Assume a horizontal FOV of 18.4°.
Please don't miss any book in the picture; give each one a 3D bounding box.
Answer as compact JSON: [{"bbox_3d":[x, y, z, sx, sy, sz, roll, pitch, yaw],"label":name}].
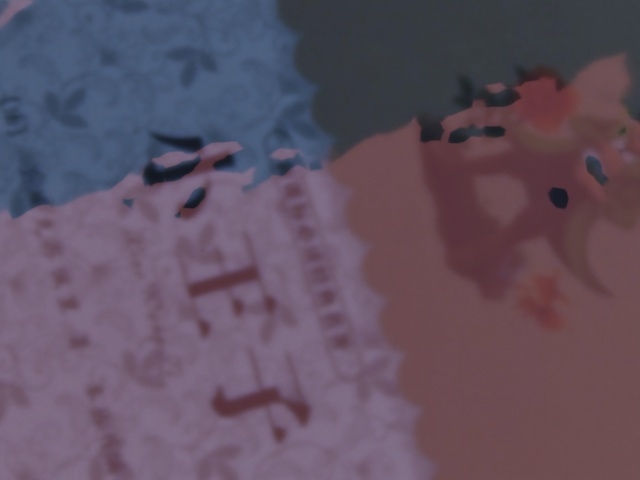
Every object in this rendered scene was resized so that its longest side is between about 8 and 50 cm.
[{"bbox_3d":[0.000,0.000,0.314,0.198,0.016,0.138,-15,82,-10],"label":"book"}]
